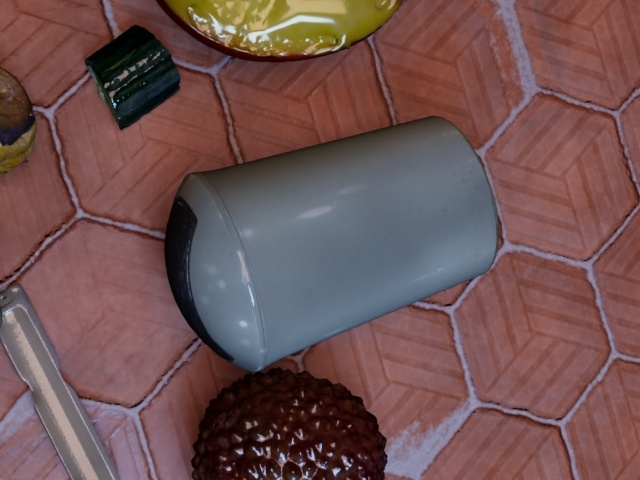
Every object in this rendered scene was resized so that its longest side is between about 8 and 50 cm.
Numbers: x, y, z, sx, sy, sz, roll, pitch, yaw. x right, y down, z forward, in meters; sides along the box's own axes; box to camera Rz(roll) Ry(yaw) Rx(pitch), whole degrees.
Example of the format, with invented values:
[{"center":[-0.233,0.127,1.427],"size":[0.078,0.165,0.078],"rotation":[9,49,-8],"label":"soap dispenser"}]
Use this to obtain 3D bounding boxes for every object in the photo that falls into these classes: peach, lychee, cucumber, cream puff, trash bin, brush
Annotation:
[{"center":[-0.079,-0.410,1.518],"size":[0.380,0.242,0.306],"rotation":[9,104,-26],"label":"peach"},{"center":[-0.035,0.309,1.457],"size":[0.264,0.264,0.300],"rotation":[-45,106,-13],"label":"lychee"},{"center":[-0.272,-0.239,1.546],"size":[0.115,0.062,0.116],"rotation":[-38,96,-17],"label":"cucumber"},{"center":[-0.472,-0.163,1.449],"size":[0.189,0.129,0.189],"rotation":[29,35,-24],"label":"cream puff"},{"center":[0.000,0.000,1.488],"size":[0.432,0.280,0.280],"rotation":[-18,90,-18],"label":"trash bin"},{"center":[-0.372,0.214,1.495],"size":[0.060,0.050,0.321],"rotation":[-27,85,-12],"label":"brush"}]

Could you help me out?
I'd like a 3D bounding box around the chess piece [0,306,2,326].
[{"center":[-0.543,0.131,1.413],"size":[0.251,0.144,0.144],"rotation":[-27,92,-18],"label":"chess piece"}]
